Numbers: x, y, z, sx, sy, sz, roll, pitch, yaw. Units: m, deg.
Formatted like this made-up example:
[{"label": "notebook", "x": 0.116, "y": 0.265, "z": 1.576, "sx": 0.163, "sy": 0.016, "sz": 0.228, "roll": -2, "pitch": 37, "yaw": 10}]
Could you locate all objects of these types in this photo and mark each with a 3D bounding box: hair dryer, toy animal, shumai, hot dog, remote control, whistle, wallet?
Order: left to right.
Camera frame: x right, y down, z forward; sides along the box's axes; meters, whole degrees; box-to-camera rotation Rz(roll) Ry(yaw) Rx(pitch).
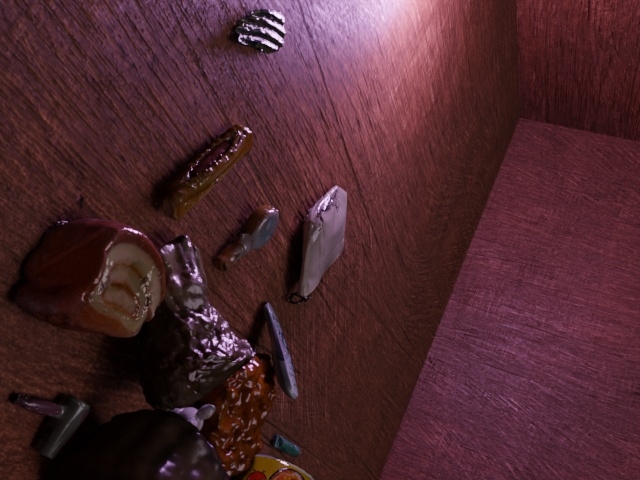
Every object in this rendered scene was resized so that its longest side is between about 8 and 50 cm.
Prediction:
[{"label": "hair dryer", "x": -0.464, "y": 0.290, "z": 1.226, "sx": 0.106, "sy": 0.054, "sz": 0.154, "roll": -58, "pitch": 143, "yaw": -23}, {"label": "shumai", "x": -0.282, "y": 0.159, "z": 1.415, "sx": 0.283, "sy": 0.217, "sz": 0.346, "roll": 61, "pitch": 4, "yaw": -9}, {"label": "toy animal", "x": -0.288, "y": 0.377, "z": 1.567, "sx": 0.071, "sy": 0.124, "sz": 0.085, "roll": -41, "pitch": 140, "yaw": -44}, {"label": "hot dog", "x": -0.221, "y": -0.142, "z": 1.443, "sx": 0.289, "sy": 0.068, "sz": 0.083, "roll": -55, "pitch": 174, "yaw": -46}, {"label": "whistle", "x": -0.164, "y": -0.008, "z": 1.678, "sx": 0.220, "sy": 0.057, "sz": 0.107, "roll": -48, "pitch": 160, "yaw": -37}, {"label": "remote control", "x": -0.105, "y": 0.280, "z": 1.864, "sx": 0.097, "sy": 0.045, "sz": 0.256, "roll": 67, "pitch": 7, "yaw": -67}, {"label": "whistle", "x": -0.106, "y": 0.633, "z": 2.261, "sx": 0.039, "sy": 0.039, "sz": 0.186, "roll": -66, "pitch": 155, "yaw": -17}, {"label": "wallet", "x": 0.003, "y": 0.002, "z": 2.055, "sx": 0.335, "sy": 0.068, "sz": 0.275, "roll": -48, "pitch": 151, "yaw": -56}]

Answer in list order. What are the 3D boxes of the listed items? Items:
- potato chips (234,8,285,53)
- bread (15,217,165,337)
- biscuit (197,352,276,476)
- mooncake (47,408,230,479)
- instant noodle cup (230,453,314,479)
[{"label": "potato chips", "x": -0.120, "y": -0.436, "z": 1.519, "sx": 0.207, "sy": 0.028, "sz": 0.092, "roll": -18, "pitch": 120, "yaw": -65}, {"label": "bread", "x": -0.356, "y": 0.067, "z": 1.209, "sx": 0.190, "sy": 0.123, "sz": 0.244, "roll": -69, "pitch": 158, "yaw": -14}, {"label": "biscuit", "x": -0.210, "y": 0.429, "z": 1.800, "sx": 0.318, "sy": 0.110, "sz": 0.312, "roll": 18, "pitch": 88, "yaw": -67}, {"label": "mooncake", "x": -0.315, "y": 0.464, "z": 1.328, "sx": 0.187, "sy": 0.324, "sz": 0.324, "roll": -49, "pitch": 147, "yaw": -54}, {"label": "instant noodle cup", "x": -0.151, "y": 0.731, "z": 1.912, "sx": 0.325, "sy": 0.326, "sz": 0.254, "roll": 83, "pitch": 24, "yaw": -44}]
